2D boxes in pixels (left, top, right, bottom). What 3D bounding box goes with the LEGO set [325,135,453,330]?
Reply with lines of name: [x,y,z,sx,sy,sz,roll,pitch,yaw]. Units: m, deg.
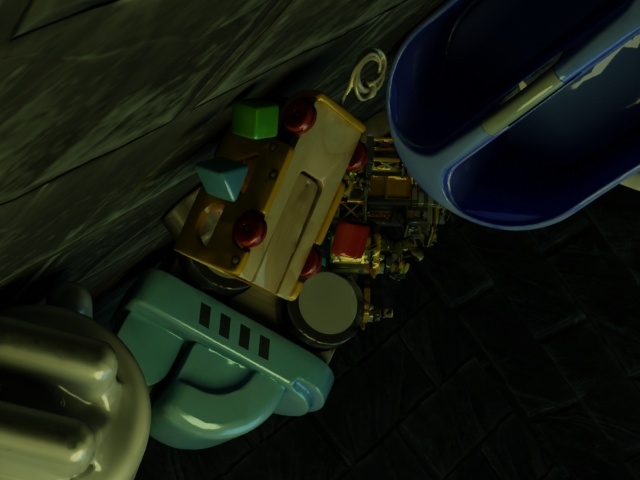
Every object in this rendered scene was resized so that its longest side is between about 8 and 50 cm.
LEGO set: [0.106,-0.015,1.660,0.192,0.254,0.331,2,152,0]

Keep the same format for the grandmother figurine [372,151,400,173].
grandmother figurine: [0.191,-0.176,1.876,0.342,0.104,0.208,-41,155,-12]

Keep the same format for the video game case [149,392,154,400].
video game case: [-0.294,0.201,1.674,0.026,0.206,0.227,-64,-176,-10]

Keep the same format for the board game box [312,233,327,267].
board game box: [0.000,0.000,1.984,0.160,0.047,0.210,115,-9,-48]

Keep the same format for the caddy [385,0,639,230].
caddy: [0.222,-0.158,1.157,0.341,0.241,0.179,-37,-178,38]

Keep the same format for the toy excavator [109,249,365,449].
toy excavator: [-0.215,0.178,1.469,0.445,0.433,0.222,-66,-168,-25]

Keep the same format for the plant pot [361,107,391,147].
plant pot: [0.048,-0.137,1.813,0.236,0.032,0.236,-35,178,-2]

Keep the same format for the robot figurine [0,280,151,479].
robot figurine: [-0.266,0.188,1.096,0.353,0.200,0.299,120,-13,-62]

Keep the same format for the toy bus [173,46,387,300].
toy bus: [-0.042,-0.054,0.991,0.104,0.190,0.202,20,-142,36]

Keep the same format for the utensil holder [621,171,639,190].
utensil holder: [0.448,-0.269,1.347,0.328,0.327,0.385,-37,-179,39]

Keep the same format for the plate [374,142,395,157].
plate: [0.031,-0.103,2.213,0.277,0.045,0.278,-35,179,22]

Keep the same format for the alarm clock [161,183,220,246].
alarm clock: [-0.096,-0.038,1.225,0.129,0.064,0.192,-35,175,-13]
